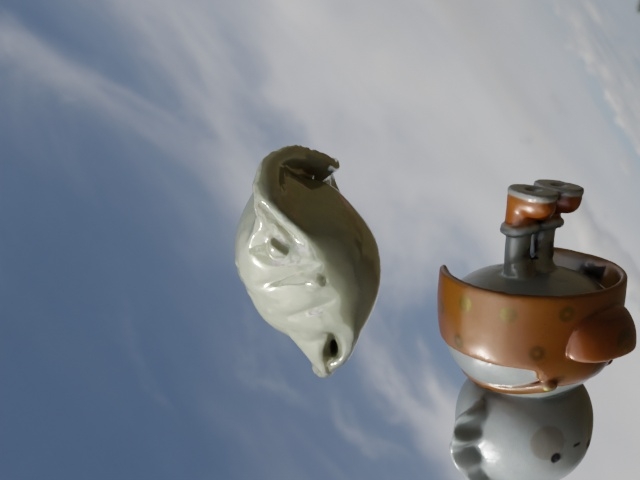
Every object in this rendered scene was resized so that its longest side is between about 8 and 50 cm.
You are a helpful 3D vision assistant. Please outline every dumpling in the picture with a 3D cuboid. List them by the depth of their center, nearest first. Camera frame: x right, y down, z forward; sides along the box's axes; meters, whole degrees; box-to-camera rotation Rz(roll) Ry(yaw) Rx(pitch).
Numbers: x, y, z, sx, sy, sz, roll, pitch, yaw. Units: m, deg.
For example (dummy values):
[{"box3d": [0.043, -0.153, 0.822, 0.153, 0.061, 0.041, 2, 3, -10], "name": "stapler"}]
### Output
[{"box3d": [0.000, -0.002, 0.737, 0.169, 0.099, 0.134, 52, -141, -21], "name": "dumpling"}]

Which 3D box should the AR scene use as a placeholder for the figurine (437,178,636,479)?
[{"box3d": [0.143, 0.090, 0.747, 0.143, 0.271, 0.143, 11, -153, -6], "name": "figurine"}]
